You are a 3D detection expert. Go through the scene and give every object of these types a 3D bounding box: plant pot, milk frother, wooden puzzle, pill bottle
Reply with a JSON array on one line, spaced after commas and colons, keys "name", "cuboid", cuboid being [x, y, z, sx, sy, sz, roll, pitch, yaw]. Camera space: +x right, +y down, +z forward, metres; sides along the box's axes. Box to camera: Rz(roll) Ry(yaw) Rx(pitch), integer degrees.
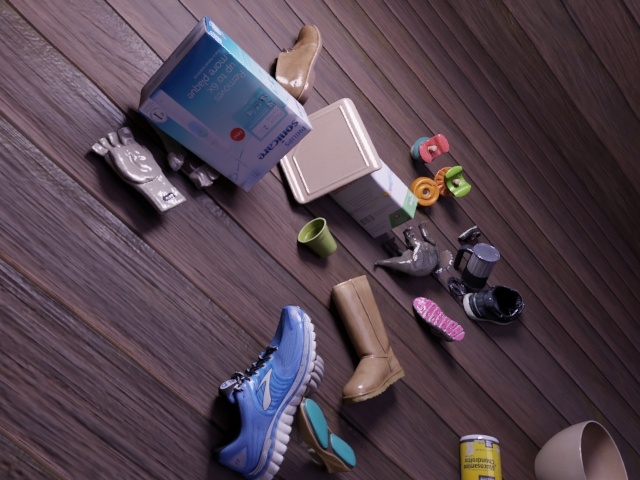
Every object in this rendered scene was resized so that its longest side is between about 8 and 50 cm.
[{"name": "plant pot", "cuboid": [0.770, 0.705, 1.571, 0.284, 0.191, 0.284, 21, 56, -35]}, {"name": "milk frother", "cuboid": [0.487, 0.097, 1.663, 0.129, 0.134, 0.143, 17, 41, 9]}, {"name": "plant pot", "cuboid": [0.000, 0.000, 1.301, 0.079, 0.083, 0.083, 50, 42, -29]}, {"name": "wooden puzzle", "cuboid": [0.012, -0.230, 1.343, 0.044, 0.239, 0.220, 57, 11, -74]}, {"name": "pill bottle", "cuboid": [0.418, 0.611, 1.348, 0.103, 0.103, 0.184, 29, 51, -30]}]

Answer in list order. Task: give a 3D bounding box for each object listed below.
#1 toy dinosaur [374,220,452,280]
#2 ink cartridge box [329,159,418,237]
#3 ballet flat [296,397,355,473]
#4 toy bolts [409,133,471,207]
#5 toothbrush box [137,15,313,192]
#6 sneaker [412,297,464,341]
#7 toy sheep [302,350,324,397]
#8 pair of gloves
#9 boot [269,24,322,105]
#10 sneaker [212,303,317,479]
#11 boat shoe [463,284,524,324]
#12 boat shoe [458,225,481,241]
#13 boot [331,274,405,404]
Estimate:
[{"name": "toy dinosaur", "cuboid": [0.288, 0.044, 1.518, 0.314, 0.121, 0.160, -10, 63, -50]}, {"name": "ink cartridge box", "cuboid": [0.142, -0.128, 1.440, 0.212, 0.154, 0.093, 41, 46, -20]}, {"name": "ballet flat", "cuboid": [-0.007, 0.402, 1.035, 0.232, 0.073, 0.080, 58, 17, -30]}, {"name": "toy bolts", "cuboid": [0.362, -0.232, 1.763, 0.218, 0.158, 0.228, -27, 100, -8]}, {"name": "toothbrush box", "cuboid": [-0.199, -0.280, 1.107, 0.295, 0.216, 0.126, 38, 21, -35]}, {"name": "sneaker", "cuboid": [0.331, 0.237, 1.502, 0.170, 0.075, 0.063, 39, 61, 8]}, {"name": "toy sheep", "cuboid": [-0.035, 0.279, 1.107, 0.091, 0.091, 0.132, 40, 47, -21]}, {"name": "pair of gloves", "cuboid": [-0.331, -0.169, 1.090, 0.204, 0.042, 0.240, 46, 37, -7]}, {"name": "boot", "cuboid": [-0.072, -0.532, 1.497, 0.115, 0.112, 0.305, 22, 56, -22]}, {"name": "sneaker", "cuboid": [-0.108, 0.271, 0.979, 0.147, 0.130, 0.330, 23, 68, -13]}, {"name": "boat shoe", "cuboid": [0.621, 0.209, 1.751, 0.340, 0.113, 0.127, 12, 61, -40]}, {"name": "boat shoe", "cuboid": [0.530, -0.019, 1.833, 0.133, 0.049, 0.042, -16, 73, -51]}, {"name": "boot", "cuboid": [0.084, 0.234, 1.250, 0.236, 0.089, 0.269, -9, 75, -57]}]
